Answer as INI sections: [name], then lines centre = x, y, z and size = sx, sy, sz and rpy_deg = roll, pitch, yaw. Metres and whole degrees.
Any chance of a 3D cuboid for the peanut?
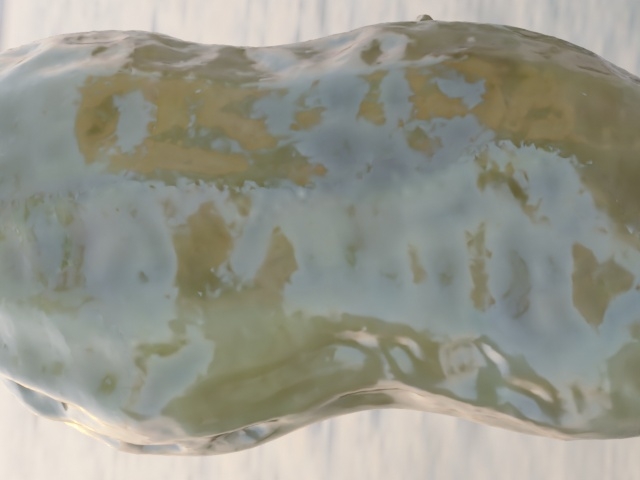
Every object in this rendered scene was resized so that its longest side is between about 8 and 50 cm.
[peanut]
centre = 0.000, 0.000, 0.615
size = 0.149, 0.313, 0.149
rpy_deg = 0, -90, -77
